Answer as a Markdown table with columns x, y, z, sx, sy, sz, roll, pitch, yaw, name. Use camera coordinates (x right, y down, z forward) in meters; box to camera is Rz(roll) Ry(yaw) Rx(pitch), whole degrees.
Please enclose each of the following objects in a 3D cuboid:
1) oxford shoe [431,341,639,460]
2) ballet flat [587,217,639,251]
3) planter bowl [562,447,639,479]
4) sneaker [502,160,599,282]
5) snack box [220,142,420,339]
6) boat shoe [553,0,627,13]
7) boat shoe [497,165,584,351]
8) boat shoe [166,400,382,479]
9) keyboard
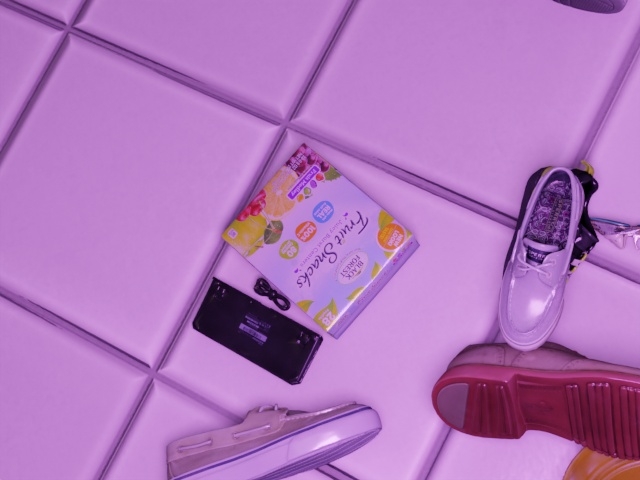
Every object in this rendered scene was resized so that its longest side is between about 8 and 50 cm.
| x | y | z | sx | sy | sz | roll | pitch | yaw | name |
| --- | --- | --- | --- | --- | --- | --- | --- | --- | --- |
| 0.315 | 0.170 | 1.317 | 0.348 | 0.123 | 0.130 | 6 | 33 | 21 | oxford shoe |
| 0.396 | -0.006 | 1.401 | 0.114 | 0.041 | 0.041 | 6 | 77 | 17 | ballet flat |
| 0.390 | 0.321 | 1.268 | 0.217 | 0.090 | 0.217 | -11 | 38 | 9 | planter bowl |
| 0.297 | 0.008 | 1.382 | 0.097 | 0.084 | 0.235 | 0 | 74 | 41 | sneaker |
| 0.000 | 0.000 | 1.484 | 0.207 | 0.070 | 0.174 | 40 | 88 | 18 | snack box |
| 0.290 | -0.415 | 1.498 | 0.320 | 0.118 | 0.103 | 36 | 91 | 27 | boat shoe |
| 0.260 | 0.017 | 1.316 | 0.079 | 0.081 | 0.228 | 12 | 75 | 22 | boat shoe |
| -0.071 | 0.259 | 1.416 | 0.302 | 0.109 | 0.094 | -22 | 69 | 11 | boat shoe |
| -0.081 | 0.110 | 1.499 | 0.180 | 0.023 | 0.108 | 27 | 94 | 19 | keyboard |
